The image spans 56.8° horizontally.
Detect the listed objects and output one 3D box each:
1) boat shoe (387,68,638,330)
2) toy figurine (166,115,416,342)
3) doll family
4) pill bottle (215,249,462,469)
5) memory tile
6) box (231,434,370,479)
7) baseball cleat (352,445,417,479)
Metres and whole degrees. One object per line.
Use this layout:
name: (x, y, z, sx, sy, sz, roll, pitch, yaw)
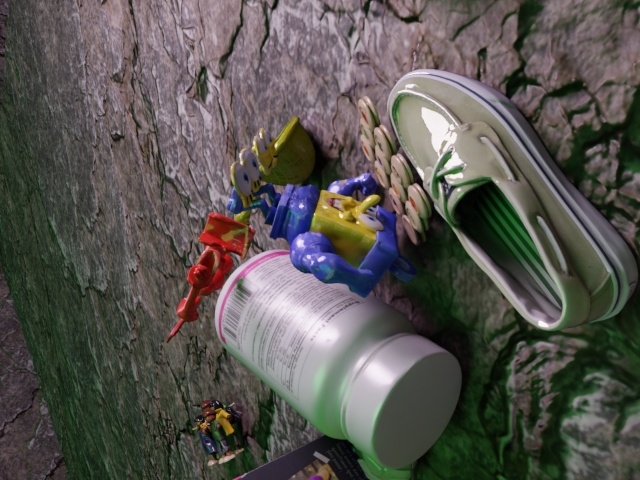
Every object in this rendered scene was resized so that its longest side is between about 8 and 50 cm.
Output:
boat shoe: (0.148, -0.052, 0.528, 0.302, 0.094, 0.109, 53, 136, 28)
toy figurine: (0.000, 0.000, 0.672, 0.217, 0.362, 0.191, 23, 112, -4)
doll family: (-0.193, 0.346, 1.089, 0.193, 0.076, 0.111, -40, 73, 52)
pill bottle: (0.012, 0.128, 0.696, 0.283, 0.160, 0.160, 27, 120, 45)
memory tile: (0.076, -0.071, 0.631, 0.113, 0.012, 0.148, 75, 169, -71)
box: (-0.058, 0.372, 0.761, 0.143, 0.270, 0.165, 58, 138, 24)
baseball cleat: (0.041, 0.242, 0.765, 0.206, 0.072, 0.109, 25, 125, 50)
